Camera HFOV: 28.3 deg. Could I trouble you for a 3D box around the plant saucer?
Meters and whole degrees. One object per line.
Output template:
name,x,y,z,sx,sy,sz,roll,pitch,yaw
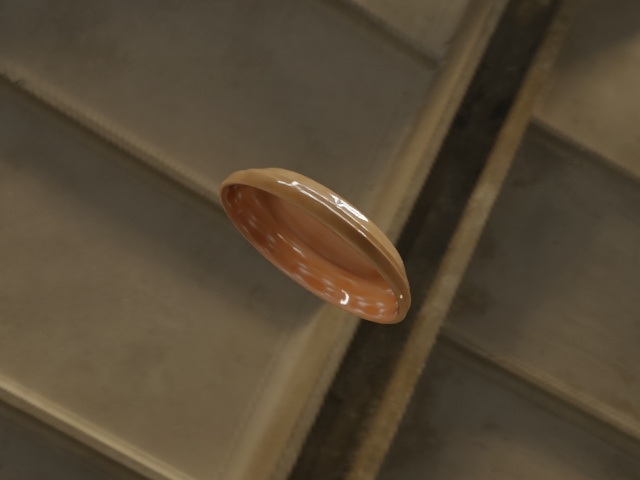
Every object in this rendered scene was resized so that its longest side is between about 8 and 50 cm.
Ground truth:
plant saucer,0.000,0.000,1.123,0.200,0.200,0.037,42,-108,-20
